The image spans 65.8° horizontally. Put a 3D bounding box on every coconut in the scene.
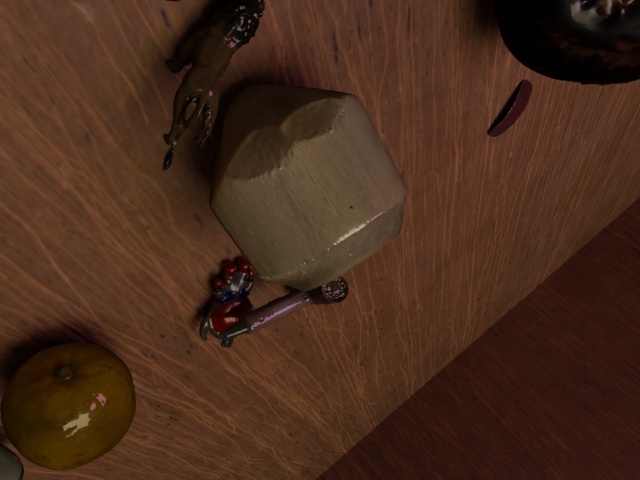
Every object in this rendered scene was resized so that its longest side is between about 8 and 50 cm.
[{"bbox_3d":[-0.027,-0.079,0.644,0.238,0.265,0.237,-27,-173,4],"label":"coconut"}]

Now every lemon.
[{"bbox_3d":[-0.348,0.233,0.701,0.170,0.170,0.207,-27,150,-26],"label":"lemon"}]

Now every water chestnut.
[{"bbox_3d":[0.428,-0.415,0.753,0.302,0.351,0.350,-74,-170,-62],"label":"water chestnut"}]

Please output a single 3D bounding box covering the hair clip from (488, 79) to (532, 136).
[{"bbox_3d":[0.425,-0.287,1.097,0.054,0.022,0.137,4,125,-46],"label":"hair clip"}]

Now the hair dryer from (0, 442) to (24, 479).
[{"bbox_3d":[-0.576,0.325,0.649,0.267,0.092,0.229,-22,136,-15],"label":"hair dryer"}]

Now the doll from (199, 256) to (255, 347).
[{"bbox_3d":[-0.161,0.119,0.877,0.104,0.062,0.194,-32,142,-51],"label":"doll"}]

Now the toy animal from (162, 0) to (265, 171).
[{"bbox_3d":[-0.131,-0.177,0.542,0.069,0.086,0.219,23,87,-33],"label":"toy animal"}]

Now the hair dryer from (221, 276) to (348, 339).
[{"bbox_3d":[-0.079,0.127,0.893,0.220,0.053,0.195,-26,-178,-20],"label":"hair dryer"}]
